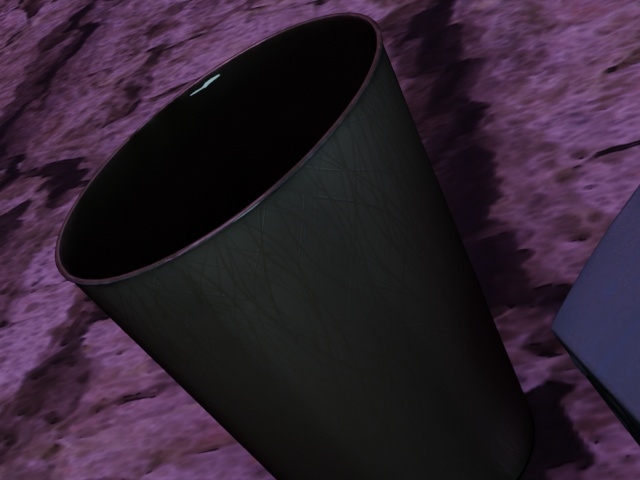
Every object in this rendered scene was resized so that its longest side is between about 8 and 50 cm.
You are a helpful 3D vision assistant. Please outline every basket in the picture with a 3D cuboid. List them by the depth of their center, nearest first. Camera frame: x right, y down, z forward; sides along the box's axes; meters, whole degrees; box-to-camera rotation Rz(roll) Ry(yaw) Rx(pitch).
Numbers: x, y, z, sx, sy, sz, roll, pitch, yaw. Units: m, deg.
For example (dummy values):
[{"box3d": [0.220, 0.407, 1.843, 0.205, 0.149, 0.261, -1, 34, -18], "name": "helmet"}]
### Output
[{"box3d": [0.004, 0.037, 0.741, 0.154, 0.227, 0.204, -2, 39, 44], "name": "basket"}]

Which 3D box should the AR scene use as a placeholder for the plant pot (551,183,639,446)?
[{"box3d": [0.230, 0.017, 0.620, 0.234, 0.166, 0.165, -38, 27, 1], "name": "plant pot"}]
